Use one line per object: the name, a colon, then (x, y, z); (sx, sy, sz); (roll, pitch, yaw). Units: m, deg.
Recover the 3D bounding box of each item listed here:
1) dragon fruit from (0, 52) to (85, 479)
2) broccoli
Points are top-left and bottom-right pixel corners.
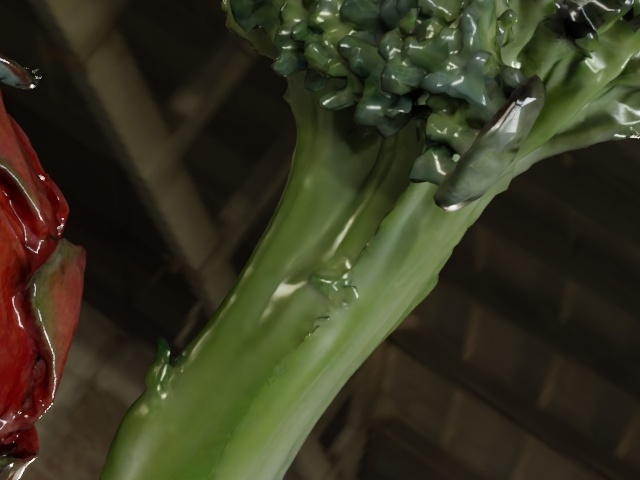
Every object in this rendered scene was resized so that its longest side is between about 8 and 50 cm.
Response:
dragon fruit: (-0.199, -0.001, 0.587); (0.233, 0.234, 0.293); (31, -32, 23)
broccoli: (0.001, 0.000, 0.384); (0.122, 0.204, 0.118); (35, 8, 38)
